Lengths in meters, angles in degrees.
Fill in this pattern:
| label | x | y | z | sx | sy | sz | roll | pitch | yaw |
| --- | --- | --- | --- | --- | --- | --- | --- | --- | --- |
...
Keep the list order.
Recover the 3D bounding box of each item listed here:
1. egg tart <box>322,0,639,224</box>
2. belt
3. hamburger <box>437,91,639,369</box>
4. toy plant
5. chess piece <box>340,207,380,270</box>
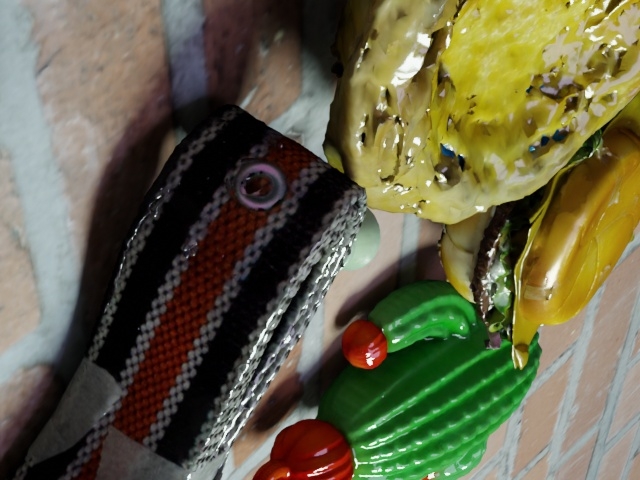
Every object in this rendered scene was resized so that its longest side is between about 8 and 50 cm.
| label | x | y | z | sx | sy | sz | roll | pitch | yaw |
| --- | --- | --- | --- | --- | --- | --- | --- | --- | --- |
| egg tart | 0.096 | -0.135 | 0.940 | 0.291 | 0.107 | 0.291 | -36 | 154 | -21 |
| belt | -0.090 | 0.096 | 0.955 | 0.126 | 0.094 | 0.359 | -20 | 144 | -59 |
| hamburger | 0.138 | -0.022 | 1.195 | 0.164 | 0.093 | 0.189 | -38 | 150 | -42 |
| toy plant | 0.055 | 0.098 | 1.248 | 0.240 | 0.088 | 0.154 | 4 | 110 | -51 |
| chess piece | 0.000 | 0.000 | 1.028 | 0.059 | 0.059 | 0.149 | -58 | 161 | 16 |
